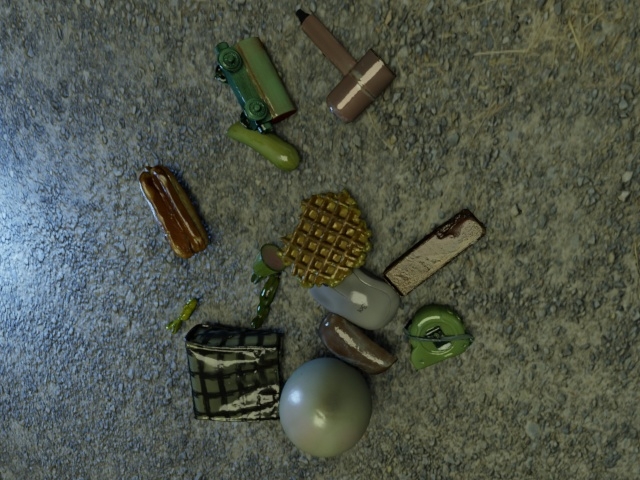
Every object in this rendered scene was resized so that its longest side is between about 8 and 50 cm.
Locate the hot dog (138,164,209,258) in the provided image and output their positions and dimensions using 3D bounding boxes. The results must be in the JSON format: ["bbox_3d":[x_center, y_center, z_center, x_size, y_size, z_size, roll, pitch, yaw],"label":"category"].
[{"bbox_3d":[-0.486,-0.104,1.502,0.135,0.100,0.337,-27,95,12],"label":"hot dog"}]

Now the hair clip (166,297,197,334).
[{"bbox_3d":[-0.486,0.267,1.602,0.046,0.072,0.173,40,115,-7],"label":"hair clip"}]

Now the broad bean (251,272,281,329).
[{"bbox_3d":[-0.182,0.198,1.502,0.048,0.070,0.214,21,99,3],"label":"broad bean"}]

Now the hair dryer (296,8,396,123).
[{"bbox_3d":[0.034,-0.512,1.266,0.189,0.107,0.344,-43,80,22],"label":"hair dryer"}]

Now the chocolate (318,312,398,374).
[{"bbox_3d":[0.096,0.336,1.399,0.261,0.083,0.161,35,150,6],"label":"chocolate"}]

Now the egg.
[{"bbox_3d":[0.013,0.497,1.357,0.283,0.345,0.283,-2,74,7],"label":"egg"}]

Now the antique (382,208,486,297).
[{"bbox_3d":[0.326,0.033,1.301,0.310,0.087,0.093,-41,88,21],"label":"antique"}]

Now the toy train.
[{"bbox_3d":[-0.188,-0.454,1.314,0.177,0.116,0.285,-29,92,-20],"label":"toy train"}]

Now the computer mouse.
[{"bbox_3d":[0.094,0.163,1.384,0.297,0.121,0.184,33,111,5],"label":"computer mouse"}]

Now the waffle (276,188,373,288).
[{"bbox_3d":[0.007,-0.006,1.354,0.301,0.058,0.281,-42,69,11],"label":"waffle"}]

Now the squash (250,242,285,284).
[{"bbox_3d":[-0.186,0.085,1.472,0.105,0.105,0.132,51,127,0],"label":"squash"}]

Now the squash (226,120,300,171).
[{"bbox_3d":[-0.169,-0.291,1.374,0.250,0.083,0.083,32,109,10],"label":"squash"}]

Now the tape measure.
[{"bbox_3d":[0.344,0.281,1.343,0.200,0.106,0.175,-24,99,18],"label":"tape measure"}]

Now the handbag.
[{"bbox_3d":[-0.285,0.459,1.549,0.327,0.162,0.325,0,106,8],"label":"handbag"}]
